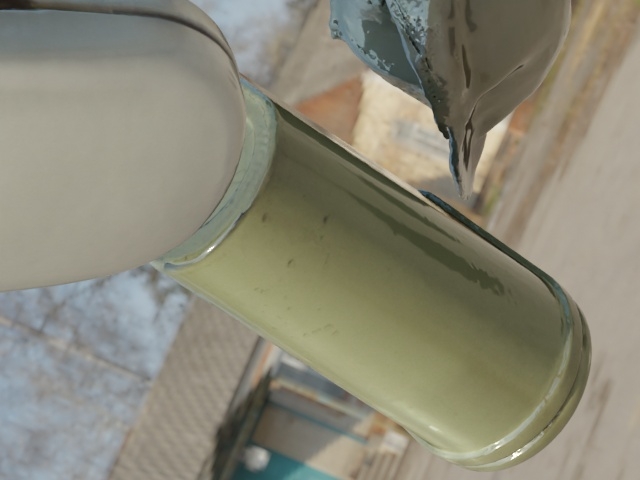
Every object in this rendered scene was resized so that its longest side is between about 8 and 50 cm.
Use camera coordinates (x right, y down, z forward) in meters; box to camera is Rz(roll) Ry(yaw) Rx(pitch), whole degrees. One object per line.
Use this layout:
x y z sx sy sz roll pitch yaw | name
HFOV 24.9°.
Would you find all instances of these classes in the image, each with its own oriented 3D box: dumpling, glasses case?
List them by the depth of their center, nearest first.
-0.132 -0.027 0.354 0.092 0.233 0.059 113 146 -46 | glasses case
0.105 -0.160 0.951 0.163 0.204 0.293 -33 19 22 | dumpling

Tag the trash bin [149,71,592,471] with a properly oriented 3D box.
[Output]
0.000 0.000 0.811 0.121 0.247 0.243 -54 34 3 | trash bin
